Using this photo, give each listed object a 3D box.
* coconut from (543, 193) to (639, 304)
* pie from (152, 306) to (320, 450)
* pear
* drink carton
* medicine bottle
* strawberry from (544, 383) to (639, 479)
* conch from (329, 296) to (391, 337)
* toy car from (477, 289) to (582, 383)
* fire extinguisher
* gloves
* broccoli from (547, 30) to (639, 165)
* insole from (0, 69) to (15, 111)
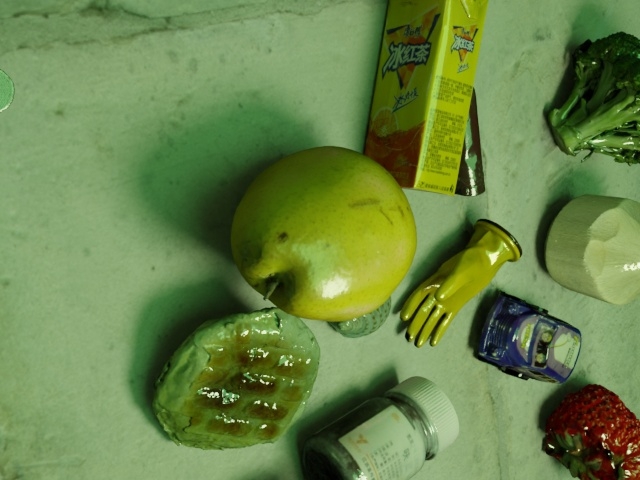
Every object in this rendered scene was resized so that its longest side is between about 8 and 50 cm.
[{"bbox_3d":[0.646,0.020,1.728,0.237,0.266,0.237,-9,108,-29],"label":"coconut"},{"bbox_3d":[-0.126,0.230,1.234,0.306,0.071,0.306,-16,126,-23],"label":"pie"},{"bbox_3d":[-0.008,-0.003,1.197,0.336,0.285,0.285,-15,108,-36],"label":"pear"},{"bbox_3d":[0.183,-0.265,1.372,0.111,0.154,0.351,7,95,-39],"label":"drink carton"},{"bbox_3d":[0.115,0.378,1.441,0.273,0.165,0.165,-24,113,-32],"label":"medicine bottle"},{"bbox_3d":[0.684,0.471,1.876,0.257,0.261,0.261,-36,119,-20],"label":"strawberry"},{"bbox_3d":[0.078,0.119,1.407,0.153,0.102,0.135,-30,131,-31],"label":"conch"},{"bbox_3d":[0.460,0.219,1.688,0.235,0.158,0.172,23,84,-39],"label":"toy car"},{"bbox_3d":[0.264,-0.218,1.507,0.089,0.072,0.268,-10,109,1],"label":"fire extinguisher"},{"bbox_3d":[0.272,0.100,1.562,0.294,0.116,0.133,-47,117,-14],"label":"gloves"},{"bbox_3d":[0.653,-0.281,1.697,0.283,0.304,0.321,-29,117,3],"label":"broccoli"},{"bbox_3d":[-0.483,-0.229,0.946,0.232,0.003,0.080,33,78,-38],"label":"insole"}]
